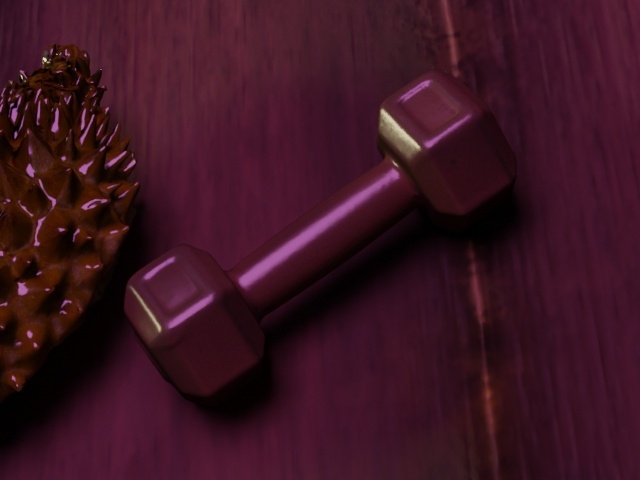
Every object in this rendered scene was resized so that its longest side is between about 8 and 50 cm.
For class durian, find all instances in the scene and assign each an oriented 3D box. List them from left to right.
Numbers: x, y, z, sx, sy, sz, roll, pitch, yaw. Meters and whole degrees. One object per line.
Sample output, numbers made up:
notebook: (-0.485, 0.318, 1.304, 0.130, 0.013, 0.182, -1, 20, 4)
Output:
durian: (-0.207, 0.008, 1.082, 0.172, 0.166, 0.306, 32, 73, 4)

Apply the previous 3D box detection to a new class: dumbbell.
dumbbell: (0.000, 0.000, 1.030, 0.231, 0.082, 0.092, -35, 49, -8)
